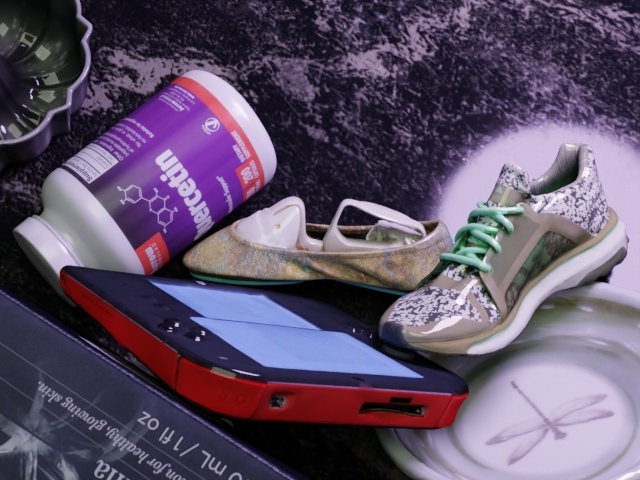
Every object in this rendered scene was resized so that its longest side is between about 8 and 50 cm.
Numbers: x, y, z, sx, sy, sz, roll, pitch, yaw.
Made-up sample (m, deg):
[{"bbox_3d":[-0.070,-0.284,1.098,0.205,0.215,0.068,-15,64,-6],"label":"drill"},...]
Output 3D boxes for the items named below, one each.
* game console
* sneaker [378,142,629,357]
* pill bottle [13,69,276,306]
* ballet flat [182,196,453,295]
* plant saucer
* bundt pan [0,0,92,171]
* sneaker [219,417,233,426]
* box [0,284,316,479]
[{"bbox_3d":[-0.057,0.110,1.471,0.342,0.386,0.060,33,107,47],"label":"game console"},{"bbox_3d":[0.212,-0.001,1.605,0.410,0.182,0.158,-31,29,-36],"label":"sneaker"},{"bbox_3d":[-0.225,-0.062,1.684,0.323,0.181,0.181,-40,71,-17],"label":"pill bottle"},{"bbox_3d":[0.000,0.000,1.686,0.348,0.123,0.123,5,64,0],"label":"ballet flat"},{"bbox_3d":[0.261,0.198,1.555,0.400,0.101,0.400,-9,33,6],"label":"plant saucer"},{"bbox_3d":[-0.467,-0.226,1.794,0.330,0.124,0.331,1,64,-1],"label":"bundt pan"},{"bbox_3d":[-0.217,0.265,1.572,0.221,0.087,0.128,1,63,1],"label":"sneaker"},{"bbox_3d":[-0.285,0.350,1.340,0.480,0.297,0.472,28,82,22],"label":"box"}]
